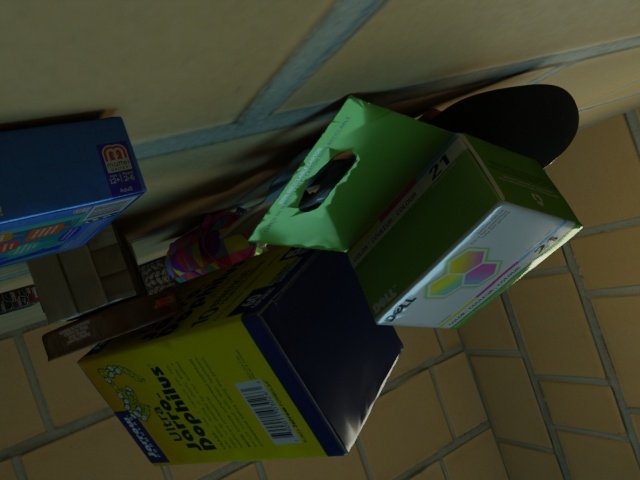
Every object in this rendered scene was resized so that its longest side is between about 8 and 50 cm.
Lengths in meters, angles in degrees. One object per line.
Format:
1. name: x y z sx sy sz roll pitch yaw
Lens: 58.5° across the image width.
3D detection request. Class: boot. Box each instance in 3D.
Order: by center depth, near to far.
1. boot: 0.139 -0.095 0.666 0.305 0.112 0.115 -25 -167 7

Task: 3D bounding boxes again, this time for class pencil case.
1. pencil case: -0.190 0.016 0.963 0.104 0.105 0.236 -19 177 -32

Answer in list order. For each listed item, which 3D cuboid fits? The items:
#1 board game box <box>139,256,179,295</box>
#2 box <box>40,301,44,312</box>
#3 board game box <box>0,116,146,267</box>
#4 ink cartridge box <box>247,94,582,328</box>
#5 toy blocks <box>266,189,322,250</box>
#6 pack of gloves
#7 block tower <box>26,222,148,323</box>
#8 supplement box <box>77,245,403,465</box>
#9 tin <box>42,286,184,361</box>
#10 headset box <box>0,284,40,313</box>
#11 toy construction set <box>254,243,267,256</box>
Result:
1. board game box: -0.402 0.170 1.458 0.290 0.232 0.141 -20 178 15
2. box: -0.539 0.114 1.293 0.206 0.036 0.114 -20 179 42
3. board game box: -0.221 -0.005 0.307 0.210 0.047 0.160 -19 180 -36
4. ink cartridge box: 0.089 -0.007 0.547 0.255 0.097 0.189 8 136 -37
5. toy blocks: 0.100 -0.056 0.910 0.260 0.191 0.381 -32 -178 42
6. pack of gloves: 0.000 -0.090 0.671 0.195 0.046 0.232 -20 169 -41
7. block tower: -0.285 0.047 0.741 0.090 0.097 0.335 -19 180 -15
8. supplement box: -0.109 0.151 0.754 0.356 0.195 0.194 -20 -163 36
9. tin: -0.247 0.099 0.676 0.189 0.040 0.106 -21 -178 27
10. headset box: -0.532 0.105 0.996 0.083 0.032 0.062 -16 177 -45
11. toy construction set: -0.128 0.049 1.107 0.151 0.215 0.327 18 157 -29
